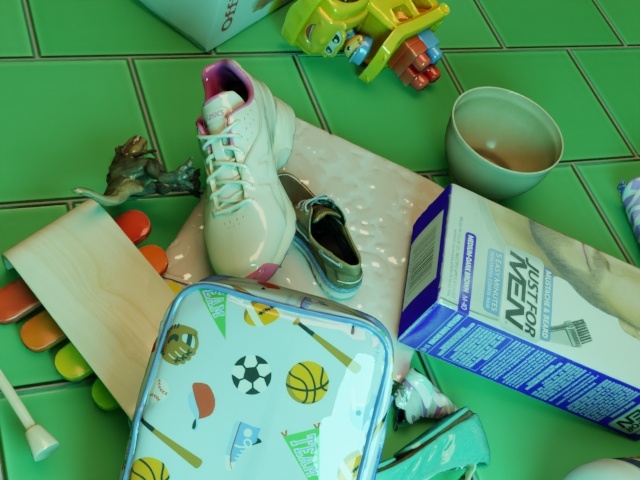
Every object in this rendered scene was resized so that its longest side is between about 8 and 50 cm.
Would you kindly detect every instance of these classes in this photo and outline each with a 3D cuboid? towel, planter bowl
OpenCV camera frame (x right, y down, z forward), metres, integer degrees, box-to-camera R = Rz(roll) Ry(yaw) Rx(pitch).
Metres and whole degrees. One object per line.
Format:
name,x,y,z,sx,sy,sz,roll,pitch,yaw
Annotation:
towel,0.000,0.000,1.254,0.316,0.053,0.332,25,49,1
planter bowl,0.241,-0.118,1.394,0.162,0.109,0.162,10,49,-11

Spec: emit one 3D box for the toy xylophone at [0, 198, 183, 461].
toy xylophone,-0.242,0.097,1.065,0.236,0.081,0.323,-27,66,-18

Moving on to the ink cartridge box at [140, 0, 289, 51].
ink cartridge box,-0.078,-0.490,1.477,0.160,0.279,0.384,39,51,12

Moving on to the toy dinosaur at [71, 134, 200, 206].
toy dinosaur,-0.203,-0.073,1.170,0.118,0.064,0.268,1,14,-2

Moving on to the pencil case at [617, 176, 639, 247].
pencil case,0.491,-0.005,1.403,0.086,0.088,0.206,0,53,-17

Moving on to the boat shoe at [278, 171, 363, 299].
boat shoe,-0.001,-0.020,1.191,0.066,0.066,0.183,-23,64,-32

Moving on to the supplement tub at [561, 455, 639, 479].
supplement tub,0.415,0.326,1.009,0.324,0.235,0.236,-1,53,-20

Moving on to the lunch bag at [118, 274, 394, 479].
lunch bag,-0.056,0.196,0.944,0.243,0.115,0.304,14,91,0

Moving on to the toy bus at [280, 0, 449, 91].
toy bus,0.083,-0.308,1.490,0.220,0.149,0.211,-31,83,-33

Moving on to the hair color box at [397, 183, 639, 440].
hair color box,0.271,0.087,1.205,0.338,0.110,0.185,24,49,-14

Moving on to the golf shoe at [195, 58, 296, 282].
golf shoe,-0.101,-0.081,1.147,0.115,0.140,0.306,-20,46,18

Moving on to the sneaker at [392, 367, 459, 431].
sneaker,0.111,0.194,1.142,0.098,0.069,0.038,44,-3,-31

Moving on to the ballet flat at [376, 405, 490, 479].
ballet flat,0.088,0.260,1.057,0.247,0.083,0.087,-21,76,-29
